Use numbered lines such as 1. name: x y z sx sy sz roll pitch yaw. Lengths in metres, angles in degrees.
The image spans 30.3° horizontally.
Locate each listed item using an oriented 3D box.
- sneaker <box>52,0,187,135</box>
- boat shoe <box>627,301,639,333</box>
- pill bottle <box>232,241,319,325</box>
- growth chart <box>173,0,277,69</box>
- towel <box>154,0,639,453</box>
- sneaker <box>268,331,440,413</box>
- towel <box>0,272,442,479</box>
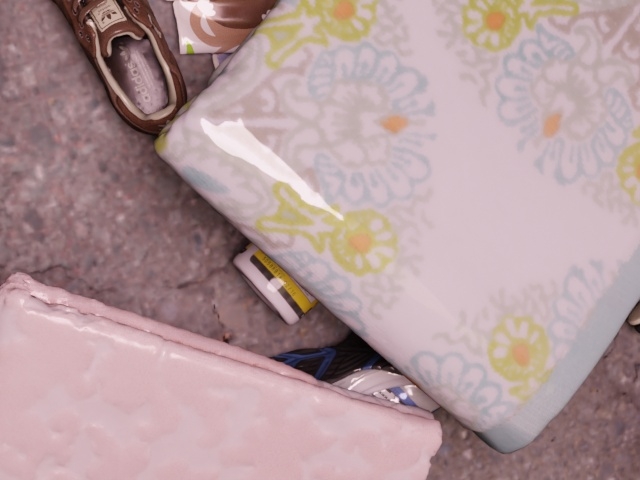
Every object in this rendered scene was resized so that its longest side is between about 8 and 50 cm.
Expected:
1. sneaker: -0.139 -0.157 0.780 0.066 0.071 0.188 -32 105 -9
2. boat shoe: 0.303 0.039 0.941 0.133 0.049 0.042 -32 96 -14
3. pill bottle: 0.000 0.000 0.842 0.116 0.065 0.065 -42 106 -7
4. growth chart: -0.039 -0.196 0.831 0.171 0.021 0.237 -20 101 -11
5. towel: 0.118 -0.094 0.815 0.320 0.090 0.374 41 72 -11
6. sneaker: 0.038 0.113 0.870 0.211 0.080 0.081 -13 115 -9
7. towel: -0.118 0.212 0.804 0.316 0.053 0.332 19 107 -18
